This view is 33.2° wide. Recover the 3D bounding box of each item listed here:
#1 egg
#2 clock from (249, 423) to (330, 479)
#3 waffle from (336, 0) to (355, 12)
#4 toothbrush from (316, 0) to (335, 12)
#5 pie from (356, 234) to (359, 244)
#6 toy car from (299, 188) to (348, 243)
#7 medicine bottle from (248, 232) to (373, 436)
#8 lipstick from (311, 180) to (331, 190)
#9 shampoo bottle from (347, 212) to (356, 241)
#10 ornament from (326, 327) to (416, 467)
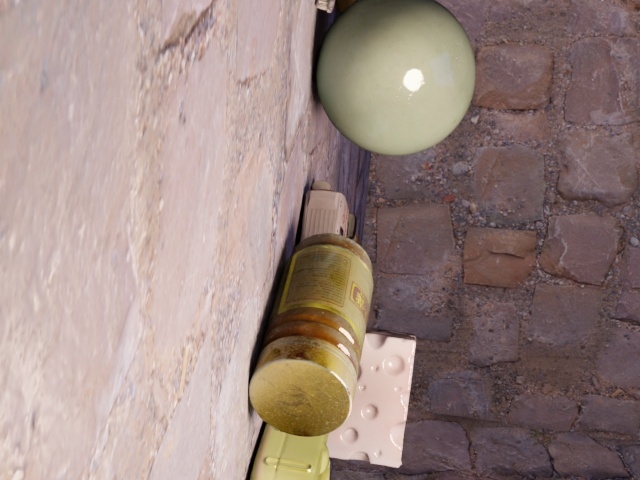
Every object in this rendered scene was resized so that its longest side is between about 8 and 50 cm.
[{"bbox_3d":[0.129,-0.285,1.849,0.389,0.276,0.276,41,56,-82],"label":"egg"},{"bbox_3d":[-0.056,0.468,1.775,0.286,0.117,0.349,-72,168,-63],"label":"clock"},{"bbox_3d":[0.072,-0.535,2.036,0.125,0.032,0.191,62,48,-77],"label":"waffle"},{"bbox_3d":[0.021,-0.453,1.840,0.307,0.029,0.025,-79,-174,-57],"label":"toothbrush"},{"bbox_3d":[0.057,0.087,2.790,0.273,0.069,0.274,6,90,-81],"label":"pie"},{"bbox_3d":[0.000,0.015,1.911,0.108,0.089,0.210,84,12,-67],"label":"toy car"},{"bbox_3d":[-0.005,0.134,1.650,0.322,0.151,0.151,-76,171,-54],"label":"medicine bottle"},{"bbox_3d":[-0.001,-0.053,2.072,0.038,0.038,0.131,-77,172,-49],"label":"lipstick"},{"bbox_3d":[0.040,0.090,2.595,0.153,0.071,0.284,-78,176,-65],"label":"shampoo bottle"},{"bbox_3d":[0.057,0.289,2.094,0.239,0.239,0.240,22,75,-84],"label":"ornament"}]
